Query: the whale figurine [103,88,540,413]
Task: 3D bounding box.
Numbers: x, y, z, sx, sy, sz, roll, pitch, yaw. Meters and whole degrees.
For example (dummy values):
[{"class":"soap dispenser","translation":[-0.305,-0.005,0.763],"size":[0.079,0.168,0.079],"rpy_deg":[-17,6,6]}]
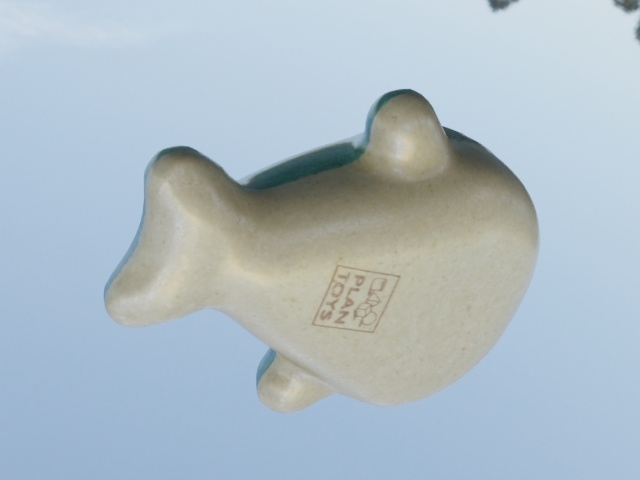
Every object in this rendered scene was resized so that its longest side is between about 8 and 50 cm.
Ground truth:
[{"class":"whale figurine","translation":[0.000,0.000,0.593],"size":[0.272,0.216,0.141],"rpy_deg":[7,-153,-34]}]
